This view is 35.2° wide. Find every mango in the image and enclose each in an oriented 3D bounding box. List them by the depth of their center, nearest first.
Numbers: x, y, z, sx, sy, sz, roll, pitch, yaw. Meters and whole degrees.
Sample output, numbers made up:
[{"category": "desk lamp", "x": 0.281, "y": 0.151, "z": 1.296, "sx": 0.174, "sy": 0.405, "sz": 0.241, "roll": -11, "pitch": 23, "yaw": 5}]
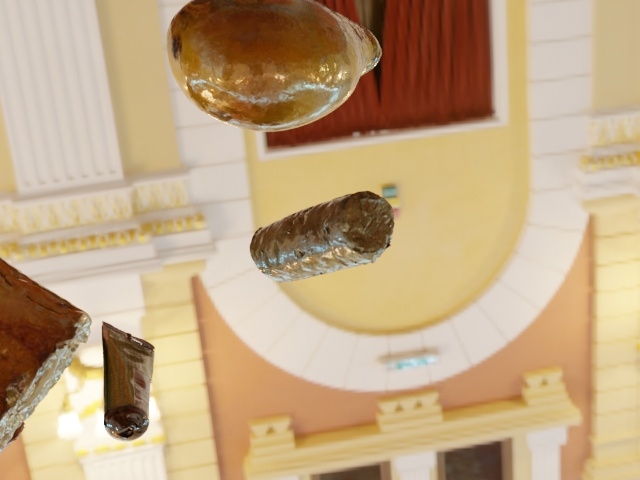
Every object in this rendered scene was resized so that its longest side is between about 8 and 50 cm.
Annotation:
[{"category": "mango", "x": -0.041, "y": -0.213, "z": 1.119, "sx": 0.193, "sy": 0.146, "sz": 0.316, "roll": 34, "pitch": -148, "yaw": 21}]

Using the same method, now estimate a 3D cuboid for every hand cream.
[{"category": "hand cream", "x": -0.252, "y": 0.184, "z": 1.320, "sx": 0.086, "sy": 0.055, "sz": 0.235, "roll": 33, "pitch": -165, "yaw": -23}]

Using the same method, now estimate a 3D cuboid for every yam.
[{"category": "yam", "x": 0.000, "y": 0.000, "z": 1.076, "sx": 0.078, "sy": 0.078, "sz": 0.179, "roll": -25, "pitch": -176, "yaw": -43}]

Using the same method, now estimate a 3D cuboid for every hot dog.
[{"category": "hot dog", "x": -0.560, "y": 0.159, "z": 1.386, "sx": 0.365, "sy": 0.196, "sz": 0.367, "roll": 34, "pitch": -110, "yaw": 6}]
